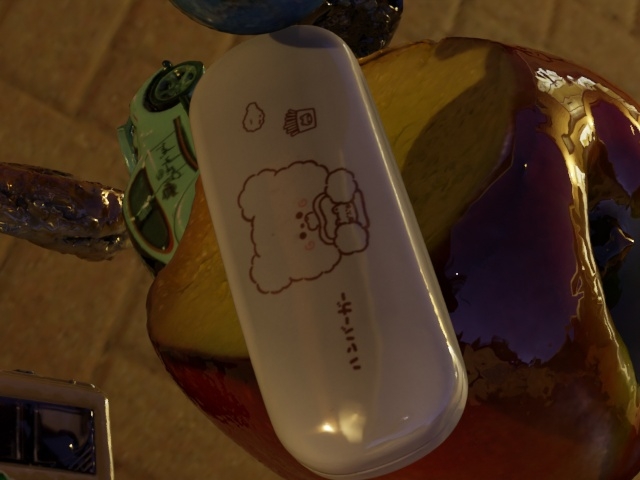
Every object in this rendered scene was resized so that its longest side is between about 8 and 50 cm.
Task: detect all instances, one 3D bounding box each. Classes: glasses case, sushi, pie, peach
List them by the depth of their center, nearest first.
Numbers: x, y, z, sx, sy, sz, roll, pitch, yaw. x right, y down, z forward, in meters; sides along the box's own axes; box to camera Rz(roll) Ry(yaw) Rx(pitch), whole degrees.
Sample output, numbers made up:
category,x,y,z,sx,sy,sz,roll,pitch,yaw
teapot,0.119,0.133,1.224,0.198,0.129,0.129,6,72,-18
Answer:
category,x,y,z,sx,sy,sz,roll,pitch,yaw
glasses case,0.000,0.000,0.676,0.049,0.074,0.193,51,19,-56
peach,0.043,0.034,0.890,0.249,0.275,0.245,-34,114,-46
sushi,0.006,-0.148,1.186,0.083,0.084,0.056,-12,52,-27
pie,-0.316,-0.039,1.886,0.308,0.308,0.085,13,91,-24

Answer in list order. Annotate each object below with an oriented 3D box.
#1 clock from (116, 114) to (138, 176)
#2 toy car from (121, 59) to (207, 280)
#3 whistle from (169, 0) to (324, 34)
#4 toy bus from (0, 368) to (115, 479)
category,x,y,z,sx,sy,sz,roll,pitch,yaw
clock,-0.202,-0.090,2.024,0.041,0.135,0.101,-18,57,-3
toy car,-0.084,-0.021,1.351,0.136,0.125,0.306,52,3,-36
whistle,-0.023,-0.117,0.687,0.090,0.090,0.158,57,9,16
toy bus,-0.268,0.139,1.018,0.290,0.139,0.157,11,64,-30
